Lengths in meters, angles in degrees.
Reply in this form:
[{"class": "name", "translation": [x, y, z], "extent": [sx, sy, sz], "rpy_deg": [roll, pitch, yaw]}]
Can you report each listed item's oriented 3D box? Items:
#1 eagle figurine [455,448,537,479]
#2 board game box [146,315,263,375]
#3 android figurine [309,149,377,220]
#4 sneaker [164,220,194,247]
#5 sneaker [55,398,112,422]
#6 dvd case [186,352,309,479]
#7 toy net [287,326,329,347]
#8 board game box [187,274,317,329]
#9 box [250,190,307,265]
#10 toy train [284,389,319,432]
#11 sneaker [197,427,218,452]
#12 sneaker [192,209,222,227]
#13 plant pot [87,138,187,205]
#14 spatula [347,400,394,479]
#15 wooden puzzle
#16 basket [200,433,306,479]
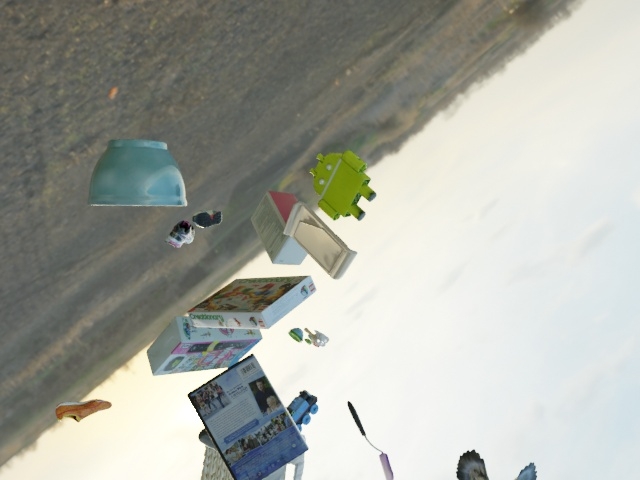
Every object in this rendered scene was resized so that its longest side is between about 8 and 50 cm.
[{"class": "eagle figurine", "translation": [0.545, 0.824, 2.057], "extent": [0.225, 0.226, 0.298], "rpy_deg": [-15, -123, 47]}, {"class": "board game box", "translation": [-0.374, 0.337, 2.144], "extent": [0.303, 0.098, 0.224], "rpy_deg": [2, 144, -42]}, {"class": "android figurine", "translation": [0.070, -0.196, 2.306], "extent": [0.056, 0.273, 0.248], "rpy_deg": [-14, 141, -50]}, {"class": "sneaker", "translation": [-0.461, -0.033, 2.246], "extent": [0.077, 0.072, 0.178], "rpy_deg": [-57, -174, 15]}, {"class": "sneaker", "translation": [-0.748, 0.542, 2.094], "extent": [0.175, 0.068, 0.064], "rpy_deg": [-1, 154, -33]}, {"class": "dvd case", "translation": [-0.166, 0.410, 1.501], "extent": [0.180, 0.253, 0.022], "rpy_deg": [-32, 170, -3]}, {"class": "toy net", "translation": [-0.033, 0.388, 2.554], "extent": [0.045, 0.122, 0.232], "rpy_deg": [-48, -158, -23]}, {"class": "board game box", "translation": [-0.182, 0.160, 1.723], "extent": [0.305, 0.053, 0.193], "rpy_deg": [-6, -159, 43]}, {"class": "box", "translation": [-0.131, -0.044, 2.358], "extent": [0.126, 0.232, 0.149], "rpy_deg": [5, 133, -39]}, {"class": "toy train", "translation": [-0.082, 0.631, 2.429], "extent": [0.080, 0.105, 0.184], "rpy_deg": [10, -131, 48]}, {"class": "sneaker", "translation": [-0.278, 0.706, 2.222], "extent": [0.130, 0.286, 0.109], "rpy_deg": [-76, -175, -54]}, {"class": "sneaker", "translation": [-0.421, -0.080, 2.353], "extent": [0.075, 0.057, 0.161], "rpy_deg": [7, -170, 25]}, {"class": "plant pot", "translation": [-0.549, -0.201, 1.987], "extent": [0.292, 0.196, 0.293], "rpy_deg": [0, -177, 0]}, {"class": "spatula", "translation": [0.167, 0.670, 2.217], "extent": [0.030, 0.296, 0.084], "rpy_deg": [-27, 168, -25]}, {"class": "wooden puzzle", "translation": [0.000, 0.000, 2.015], "extent": [0.044, 0.238, 0.221], "rpy_deg": [-45, 172, -26]}, {"class": "basket", "translation": [-0.252, 0.883, 2.492], "extent": [0.266, 0.329, 0.331], "rpy_deg": [-3, 164, 31]}]
